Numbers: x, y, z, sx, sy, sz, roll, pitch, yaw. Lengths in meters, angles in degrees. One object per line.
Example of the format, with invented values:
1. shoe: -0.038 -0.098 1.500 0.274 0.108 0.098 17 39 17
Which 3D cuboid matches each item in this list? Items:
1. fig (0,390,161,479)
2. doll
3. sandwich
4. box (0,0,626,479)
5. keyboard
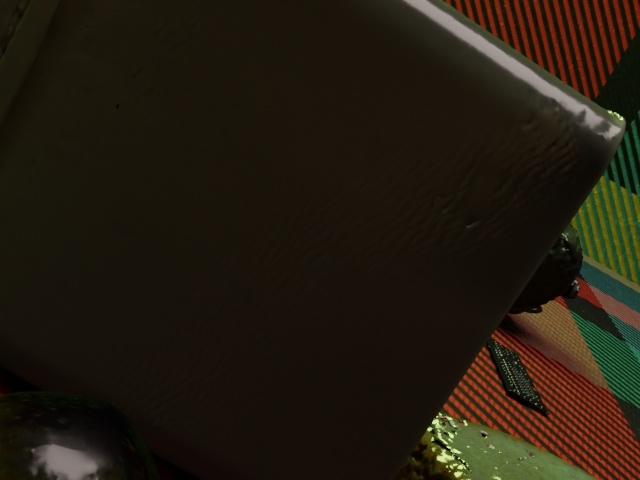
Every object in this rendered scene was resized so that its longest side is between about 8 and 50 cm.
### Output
1. fig: -0.141 0.128 0.393 0.156 0.123 0.123 -11 20 -4
2. doll: 0.269 -0.018 1.564 0.349 0.247 0.247 35 13 36
3. sandwich: 0.168 0.232 0.671 0.226 0.087 0.251 28 13 -12
4. box: -0.047 -0.032 0.622 0.343 0.352 0.177 31 13 -2
5. keyboard: 0.256 0.175 1.259 0.063 0.010 0.198 30 13 -7
